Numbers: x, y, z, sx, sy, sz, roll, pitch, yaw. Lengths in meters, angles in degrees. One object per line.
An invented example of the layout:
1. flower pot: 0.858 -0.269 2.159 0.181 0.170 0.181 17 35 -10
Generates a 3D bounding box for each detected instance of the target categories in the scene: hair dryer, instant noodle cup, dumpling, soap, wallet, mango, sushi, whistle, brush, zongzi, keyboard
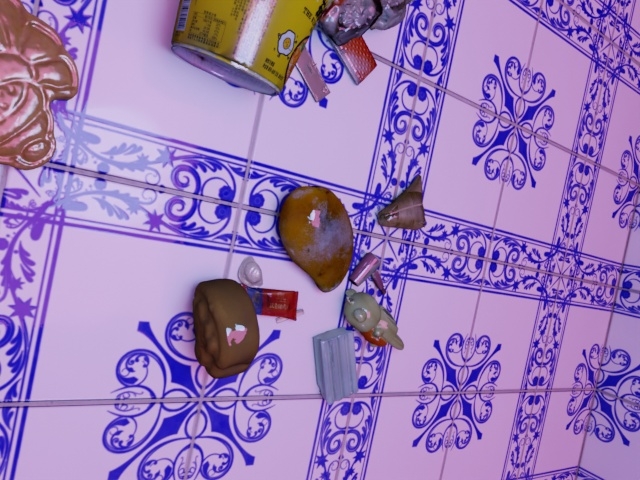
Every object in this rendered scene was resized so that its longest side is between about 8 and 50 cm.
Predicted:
1. hair dryer: 0.160 0.118 1.466 0.106 0.054 0.154 -52 125 -11
2. instant noodle cup: -0.155 -0.473 1.023 0.325 0.325 0.254 18 96 -34
3. dumpling: -0.180 0.085 1.241 0.059 0.043 0.077 -19 113 -10
4. soap: 0.045 0.363 1.415 0.114 0.063 0.199 -11 103 -30
5. wallet: 0.080 -0.534 1.325 0.103 0.020 0.196 -49 118 -23
6. mango: 0.000 0.000 1.285 0.192 0.146 0.316 -30 119 -18
7. sushi: 0.109 -0.594 1.254 0.332 0.124 0.130 -35 102 -29
8. whistle: 0.161 0.246 1.444 0.106 0.131 0.288 -38 123 11
9. brush: -0.085 0.208 1.338 0.083 0.013 0.016 -18 102 -22
10. zongzi: 0.246 -0.122 1.470 0.160 0.078 0.176 4 85 -33
11. keyboard: -0.032 -0.447 1.269 0.055 0.017 0.166 -41 117 -16

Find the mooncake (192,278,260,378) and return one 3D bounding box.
1. mooncake: -0.231 0.195 1.122 0.117 0.234 0.235 -10 103 -29

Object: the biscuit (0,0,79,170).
1. biscuit: -0.622 -0.302 0.884 0.351 0.057 0.312 42 76 -30

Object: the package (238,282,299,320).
1. package: -0.140 0.163 1.278 0.200 0.022 0.083 13 70 -37
